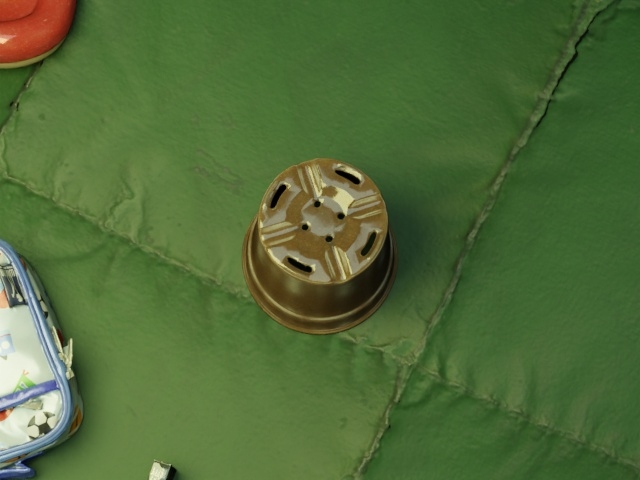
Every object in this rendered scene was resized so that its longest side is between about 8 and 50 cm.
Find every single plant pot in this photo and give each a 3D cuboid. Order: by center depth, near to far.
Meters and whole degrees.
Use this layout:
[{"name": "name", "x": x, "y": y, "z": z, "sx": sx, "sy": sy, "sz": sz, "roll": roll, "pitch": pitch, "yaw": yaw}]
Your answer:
[{"name": "plant pot", "x": 0.000, "y": 0.000, "z": 1.383, "sx": 0.167, "sy": 0.165, "sz": 0.167, "roll": 0, "pitch": 77, "yaw": 0}]

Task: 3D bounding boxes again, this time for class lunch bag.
[{"name": "lunch bag", "x": -0.391, "y": 0.142, "z": 1.370, "sx": 0.303, "sy": 0.115, "sz": 0.243, "roll": -20, "pitch": 80, "yaw": -5}]

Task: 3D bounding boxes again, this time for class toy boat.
[{"name": "toy boat", "x": -0.335, "y": -0.301, "z": 1.454, "sx": 0.151, "sy": 0.151, "sz": 0.231, "roll": 3, "pitch": 77, "yaw": 0}]

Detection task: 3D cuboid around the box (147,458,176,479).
[{"name": "box", "x": -0.167, "y": 0.262, "z": 1.368, "sx": 0.018, "sy": 0.067, "sz": 0.083, "roll": 18, "pitch": 78, "yaw": 3}]
